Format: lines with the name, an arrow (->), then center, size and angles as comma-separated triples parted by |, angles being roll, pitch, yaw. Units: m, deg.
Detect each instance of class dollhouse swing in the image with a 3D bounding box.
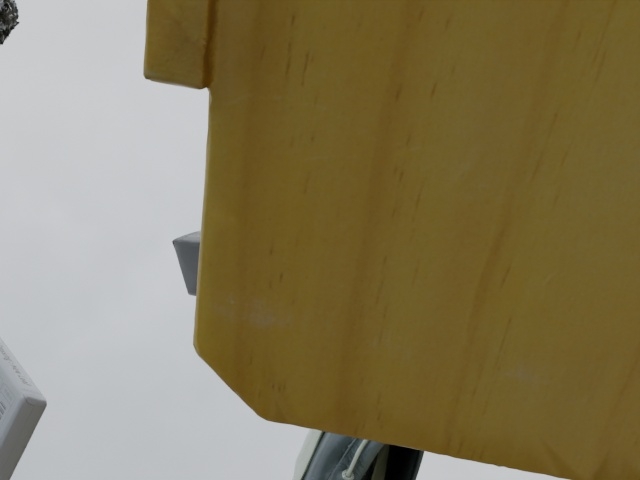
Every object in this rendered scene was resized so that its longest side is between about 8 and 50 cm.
dollhouse swing -> 0.109, -0.095, 0.683 | 0.346, 0.315, 0.305 | 10, -42, 6

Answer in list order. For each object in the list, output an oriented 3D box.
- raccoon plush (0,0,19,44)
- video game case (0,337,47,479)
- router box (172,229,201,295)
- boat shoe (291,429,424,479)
raccoon plush -> -0.407, -0.156, 1.462 | 0.299, 0.446, 0.216 | -24, -10, -32
video game case -> -0.280, 0.167, 0.949 | 0.023, 0.193, 0.212 | 23, -84, -35
router box -> 0.000, 0.000, 0.863 | 0.133, 0.179, 0.046 | -21, -79, -29
boat shoe -> 0.013, 0.290, 1.191 | 0.116, 0.099, 0.320 | 38, -116, -41
